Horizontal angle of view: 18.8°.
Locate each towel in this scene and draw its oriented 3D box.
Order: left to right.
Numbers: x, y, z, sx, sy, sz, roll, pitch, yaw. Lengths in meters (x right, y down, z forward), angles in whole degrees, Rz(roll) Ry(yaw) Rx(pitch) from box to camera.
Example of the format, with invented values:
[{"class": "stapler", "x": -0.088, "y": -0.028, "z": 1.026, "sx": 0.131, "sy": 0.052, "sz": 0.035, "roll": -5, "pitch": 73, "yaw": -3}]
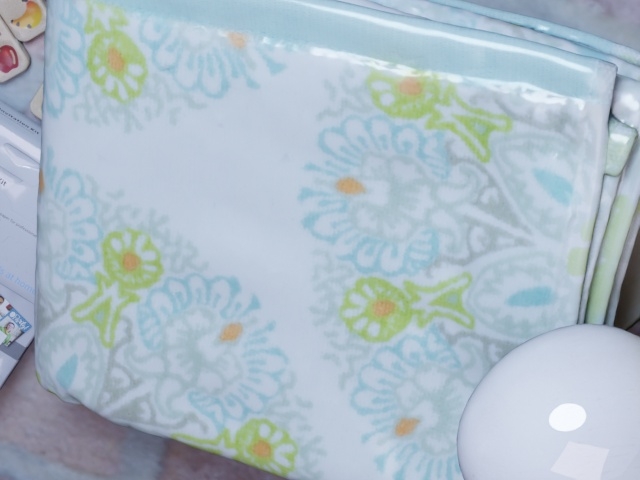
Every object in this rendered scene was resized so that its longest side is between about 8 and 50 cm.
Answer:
[{"class": "towel", "x": 0.000, "y": 0.000, "z": 1.143, "sx": 0.375, "sy": 0.090, "sz": 0.320, "roll": 17, "pitch": 117, "yaw": 17}]

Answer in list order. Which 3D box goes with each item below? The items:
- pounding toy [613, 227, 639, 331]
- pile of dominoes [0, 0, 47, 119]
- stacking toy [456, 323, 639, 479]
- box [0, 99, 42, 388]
[{"class": "pounding toy", "x": 0.116, "y": -0.032, "z": 1.195, "sx": 0.237, "sy": 0.110, "sz": 0.182, "roll": -2, "pitch": 111, "yaw": 25}, {"class": "pile of dominoes", "x": -0.111, "y": -0.162, "z": 1.201, "sx": 0.196, "sy": 0.040, "sz": 0.251, "roll": 33, "pitch": 112, "yaw": -6}, {"class": "stacking toy", "x": 0.308, "y": 0.069, "z": 1.011, "sx": 0.480, "sy": 0.350, "sz": 0.350, "roll": -8, "pitch": 111, "yaw": -5}, {"class": "box", "x": -0.234, "y": 0.001, "z": 1.285, "sx": 0.145, "sy": 0.038, "sz": 0.186, "roll": 33, "pitch": 114, "yaw": -6}]
